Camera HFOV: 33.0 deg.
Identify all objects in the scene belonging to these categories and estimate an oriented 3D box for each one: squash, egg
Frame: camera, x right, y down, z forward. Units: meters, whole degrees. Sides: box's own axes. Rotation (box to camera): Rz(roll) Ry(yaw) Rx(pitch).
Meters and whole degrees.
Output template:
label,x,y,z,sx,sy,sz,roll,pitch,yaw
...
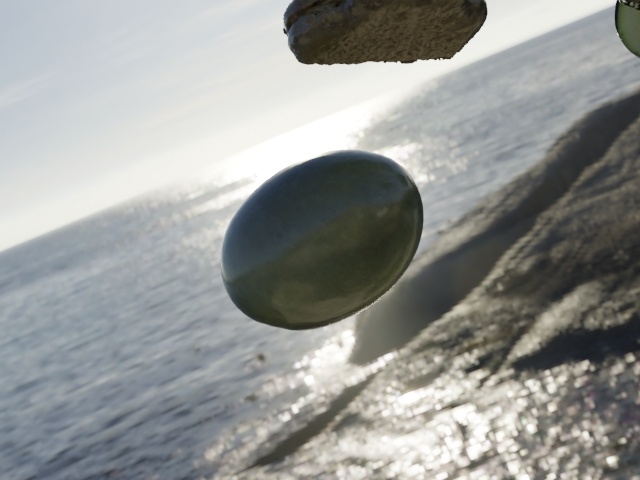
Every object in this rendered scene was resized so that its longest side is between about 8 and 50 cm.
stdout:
label,x,y,z,sx,sy,sz,roll,pitch,yaw
squash,0.780,-0.514,2.414,0.252,0.252,0.049,-18,-16,37
egg,0.000,0.000,1.684,0.352,0.258,0.258,-27,3,28

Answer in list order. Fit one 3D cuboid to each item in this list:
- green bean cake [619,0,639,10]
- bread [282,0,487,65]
label,x,y,z,sx,sy,sz,roll,pitch,yaw
green bean cake,0.637,-0.508,1.860,0.255,0.132,0.241,-4,-23,13
bread,0.112,-0.355,1.628,0.337,0.102,0.183,-9,-26,-26
